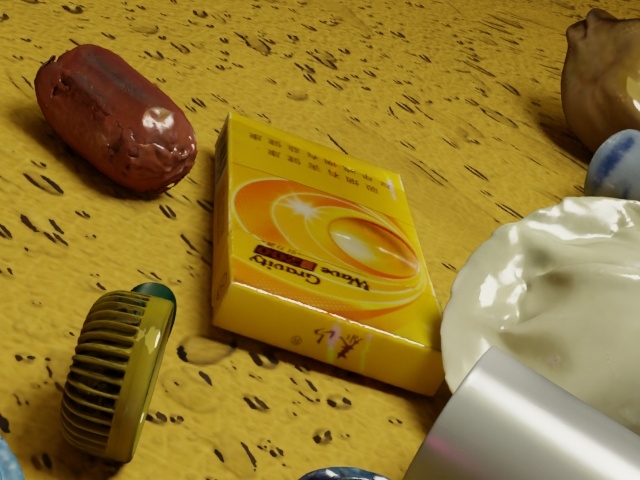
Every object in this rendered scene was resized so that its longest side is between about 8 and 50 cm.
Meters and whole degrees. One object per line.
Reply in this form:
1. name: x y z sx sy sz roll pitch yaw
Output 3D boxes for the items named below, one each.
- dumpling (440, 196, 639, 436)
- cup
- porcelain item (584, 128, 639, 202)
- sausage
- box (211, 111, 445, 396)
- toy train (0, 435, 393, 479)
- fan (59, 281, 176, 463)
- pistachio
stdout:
1. dumpling: 0.163 0.055 0.772 0.166 0.216 0.126 39 -5 -2
2. cup: 0.107 0.144 0.643 0.133 0.136 0.099 31 -8 14
3. porcelain item: 0.358 -0.013 1.114 0.141 0.141 0.259 0 26 -42
4. sausage: -0.144 -0.085 0.875 0.141 0.076 0.076 36 27 28
5. box: 0.000 0.000 0.865 0.152 0.043 0.269 19 25 -13
6. toy train: -0.061 0.169 0.393 0.299 0.131 0.202 14 34 -20
7. fan: -0.100 0.057 0.641 0.039 0.082 0.155 15 11 -3
8. pistachio: 0.372 -0.142 1.360 0.260 0.163 0.213 19 43 -43
